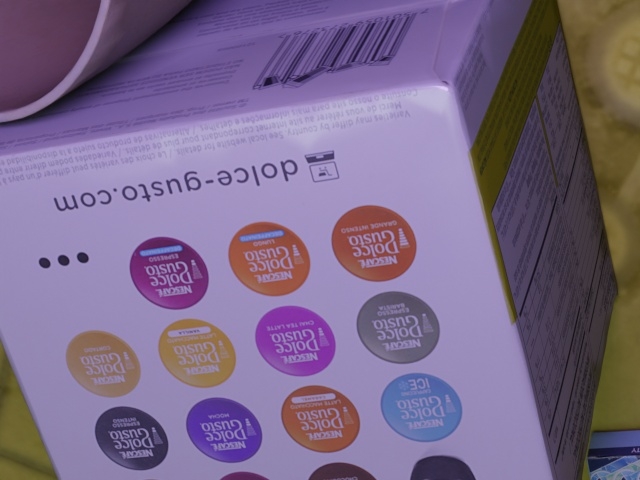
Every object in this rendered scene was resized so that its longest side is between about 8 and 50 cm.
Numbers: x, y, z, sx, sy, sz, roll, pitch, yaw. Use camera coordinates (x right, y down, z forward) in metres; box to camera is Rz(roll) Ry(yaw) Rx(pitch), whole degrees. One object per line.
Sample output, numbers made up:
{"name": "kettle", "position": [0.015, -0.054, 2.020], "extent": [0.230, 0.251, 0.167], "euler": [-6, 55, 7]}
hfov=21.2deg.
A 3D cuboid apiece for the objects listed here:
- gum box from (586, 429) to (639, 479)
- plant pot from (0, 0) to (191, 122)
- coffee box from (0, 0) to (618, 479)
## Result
{"name": "gum box", "position": [0.311, 0.240, 1.411], "extent": [0.157, 0.041, 0.184], "euler": [-5, 117, 18]}
{"name": "plant pot", "position": [-0.152, -0.239, 1.131], "extent": [0.256, 0.274, 0.257], "euler": [14, 117, 29]}
{"name": "coffee box", "position": [0.000, 0.000, 1.194], "extent": [0.337, 0.338, 0.334], "euler": [-8, 116, 19]}
